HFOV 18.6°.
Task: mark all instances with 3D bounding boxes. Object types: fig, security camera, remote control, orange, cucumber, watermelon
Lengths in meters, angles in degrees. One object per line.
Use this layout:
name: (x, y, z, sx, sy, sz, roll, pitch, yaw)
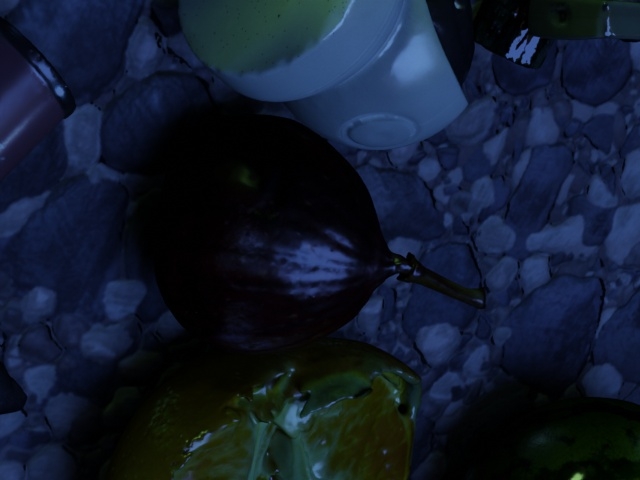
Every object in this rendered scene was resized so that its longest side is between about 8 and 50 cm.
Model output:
fig: (-0.013, 0.006, 1.602, 0.186, 0.249, 0.204, -40, 135, -47)
security camera: (0.025, -0.171, 1.565, 0.194, 0.194, 0.236, -55, 139, 4)
remote control: (0.329, -0.187, 1.730, 0.285, 0.123, 0.038, 1, 98, -29)
orange: (-0.056, 0.202, 1.740, 0.334, 0.196, 0.262, -19, 143, -24)
cucumber: (0.210, -0.260, 1.742, 0.078, 0.062, 0.211, 10, 111, -42)
watermelon: (0.276, 0.298, 2.010, 0.285, 0.285, 0.285, -21, 129, -28)

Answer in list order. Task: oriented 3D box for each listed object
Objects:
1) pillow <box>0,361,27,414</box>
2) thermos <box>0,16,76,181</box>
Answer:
pillow: (-0.363, 0.113, 1.490, 0.250, 0.106, 0.186, -28, 125, -16)
thermos: (-0.324, -0.011, 1.408, 0.330, 0.109, 0.136, -47, 150, -16)
